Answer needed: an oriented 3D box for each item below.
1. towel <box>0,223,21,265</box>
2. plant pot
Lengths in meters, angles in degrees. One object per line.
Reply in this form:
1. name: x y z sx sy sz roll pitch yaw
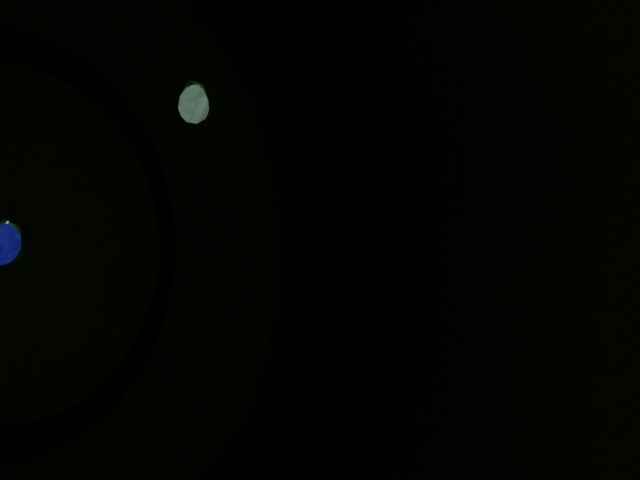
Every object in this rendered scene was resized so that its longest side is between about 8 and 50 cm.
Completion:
1. towel: -0.195 0.041 0.656 0.076 0.308 0.227 20 -144 19
2. plant pot: 0.000 0.000 0.387 0.366 0.366 0.353 -38 -159 -32
